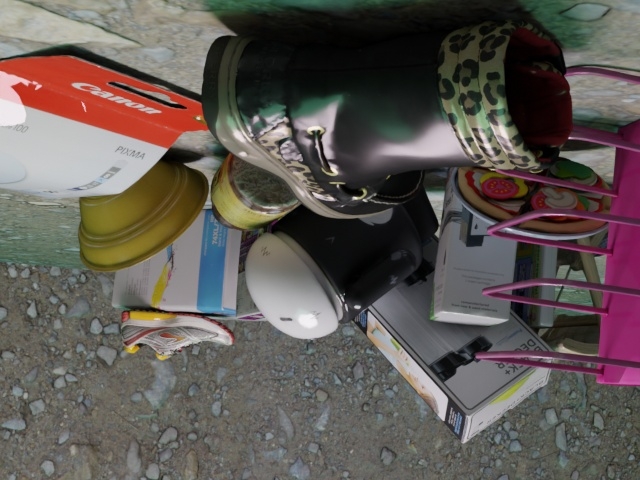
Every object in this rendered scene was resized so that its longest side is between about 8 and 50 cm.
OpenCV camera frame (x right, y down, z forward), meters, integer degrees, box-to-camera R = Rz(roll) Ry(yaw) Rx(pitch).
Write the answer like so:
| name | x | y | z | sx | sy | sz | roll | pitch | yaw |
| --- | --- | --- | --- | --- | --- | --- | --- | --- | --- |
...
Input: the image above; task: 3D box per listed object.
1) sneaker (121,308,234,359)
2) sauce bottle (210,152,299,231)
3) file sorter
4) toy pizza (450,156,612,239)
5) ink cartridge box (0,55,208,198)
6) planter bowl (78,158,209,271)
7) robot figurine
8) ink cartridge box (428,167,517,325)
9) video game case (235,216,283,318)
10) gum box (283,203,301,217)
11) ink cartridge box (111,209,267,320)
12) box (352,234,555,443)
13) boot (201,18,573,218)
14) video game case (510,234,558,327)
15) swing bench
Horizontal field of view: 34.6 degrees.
| name | x | y | z | sx | sy | sz | roll | pitch | yaw |
| --- | --- | --- | --- | --- | --- | --- | --- | --- | --- |
| sneaker | -0.276 | 0.188 | 1.989 | 0.225 | 0.092 | 0.088 | 3 | 170 | 9 |
| sauce bottle | -0.096 | -0.069 | 1.419 | 0.111 | 0.111 | 0.344 | 6 | 171 | -14 |
| file sorter | 0.277 | -0.008 | 1.040 | 0.182 | 0.290 | 0.202 | 9 | 171 | -12 |
| toy pizza | 0.256 | -0.066 | 1.222 | 0.201 | 0.032 | 0.201 | 5 | -147 | -3 |
| ink cartridge box | -0.315 | -0.122 | 1.236 | 0.385 | 0.091 | 0.308 | 0 | 171 | 36 |
| planter bowl | -0.275 | -0.063 | 1.466 | 0.217 | 0.217 | 0.090 | -2 | 134 | 36 |
| robot figurine | 0.029 | 0.016 | 1.420 | 0.278 | 0.173 | 0.209 | -36 | 172 | -16 |
| ink cartridge box | 0.208 | 0.000 | 1.376 | 0.093 | 0.219 | 0.160 | 7 | 171 | 1 |
| video game case | -0.099 | 0.028 | 1.766 | 0.042 | 0.210 | 0.232 | 6 | 171 | -15 |
| gum box | 0.000 | 0.000 | 1.582 | 0.107 | 0.188 | 0.062 | 9 | 172 | -31 |
| ink cartridge box | -0.245 | 0.053 | 2.057 | 0.270 | 0.197 | 0.198 | -1 | 170 | 29 |
| box | 0.178 | 0.128 | 1.490 | 0.169 | 0.290 | 0.087 | -30 | 149 | -20 |
| boot | 0.098 | -0.108 | 0.987 | 0.284 | 0.138 | 0.377 | 0 | 166 | 29 |
| video game case | 0.293 | 0.025 | 1.523 | 0.023 | 0.212 | 0.193 | 8 | 171 | -17 |
| swing bench | 0.377 | 0.058 | 1.568 | 0.165 | 0.254 | 0.253 | 6 | 172 | -17 |
